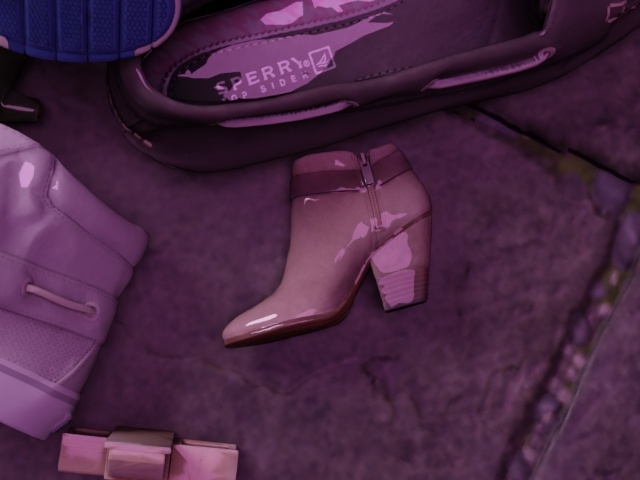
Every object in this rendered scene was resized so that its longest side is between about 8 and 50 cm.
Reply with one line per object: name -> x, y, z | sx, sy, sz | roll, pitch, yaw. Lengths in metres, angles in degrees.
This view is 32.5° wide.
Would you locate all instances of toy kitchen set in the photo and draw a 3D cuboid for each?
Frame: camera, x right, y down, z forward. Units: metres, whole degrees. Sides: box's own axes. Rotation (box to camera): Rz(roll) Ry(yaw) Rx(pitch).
toy kitchen set -> -0.084, 0.129, 0.516 | 0.083, 0.068, 0.075 | 7, 85, -5

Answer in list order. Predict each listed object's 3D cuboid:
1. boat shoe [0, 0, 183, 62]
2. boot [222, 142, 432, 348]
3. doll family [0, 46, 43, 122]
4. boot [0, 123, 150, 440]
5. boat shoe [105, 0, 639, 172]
boat shoe -> -0.144, -0.128, 0.463 | 0.183, 0.066, 0.066 | 14, 126, -2
boot -> 0.000, 0.000, 0.554 | 0.118, 0.042, 0.087 | -13, 81, -8
doll family -> -0.227, -0.104, 0.520 | 0.193, 0.076, 0.111 | 22, 88, 1
boot -> -0.200, -0.017, 0.481 | 0.258, 0.095, 0.123 | 34, 73, -32
boat shoe -> 0.058, -0.119, 0.538 | 0.335, 0.095, 0.112 | -22, 88, -8
